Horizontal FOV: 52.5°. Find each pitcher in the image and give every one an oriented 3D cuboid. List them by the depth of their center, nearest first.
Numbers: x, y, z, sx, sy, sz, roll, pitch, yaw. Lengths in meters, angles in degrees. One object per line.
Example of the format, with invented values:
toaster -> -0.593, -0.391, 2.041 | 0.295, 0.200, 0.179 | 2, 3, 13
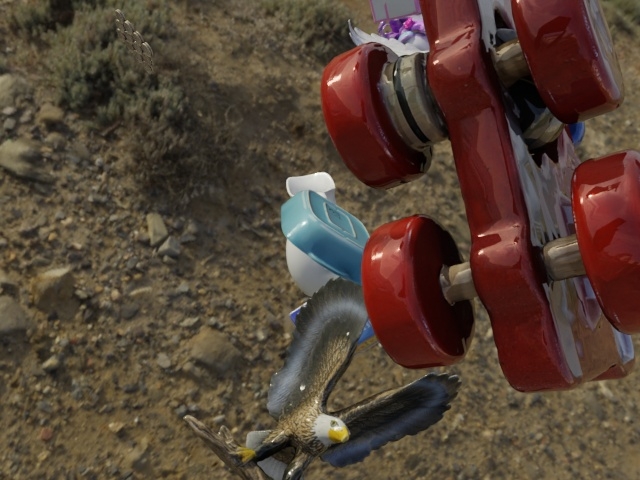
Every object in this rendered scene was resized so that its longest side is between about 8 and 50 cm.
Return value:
pitcher -> 0.000, 0.000, 1.139 | 0.125, 0.207, 0.178 | -9, 19, -5

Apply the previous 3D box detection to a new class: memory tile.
memory tile -> -0.456, -0.487, 1.596 | 0.012, 0.113, 0.148 | -36, 82, -22

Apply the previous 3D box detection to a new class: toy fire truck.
toy fire truck -> 0.148, -0.042, 0.467 | 0.254, 0.169, 0.302 | 6, 69, -56

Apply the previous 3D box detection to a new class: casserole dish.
casserole dish -> 0.012, -0.010, 0.729 | 0.114, 0.037, 0.188 | 32, 12, -12

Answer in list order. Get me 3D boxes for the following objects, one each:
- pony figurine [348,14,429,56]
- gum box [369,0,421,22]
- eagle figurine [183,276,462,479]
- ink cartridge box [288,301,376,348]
pony figurine -> 0.232, -0.431, 1.441 | 0.351, 0.363, 0.302 | 16, 64, -1
gum box -> 0.094, -0.364, 0.787 | 0.107, 0.062, 0.188 | -44, 125, -49
eagle figurine -> 0.013, 0.227, 0.876 | 0.298, 0.226, 0.225 | -43, 41, -21
ink cartridge box -> 0.094, 0.171, 1.519 | 0.151, 0.395, 0.270 | 59, 2, 15
